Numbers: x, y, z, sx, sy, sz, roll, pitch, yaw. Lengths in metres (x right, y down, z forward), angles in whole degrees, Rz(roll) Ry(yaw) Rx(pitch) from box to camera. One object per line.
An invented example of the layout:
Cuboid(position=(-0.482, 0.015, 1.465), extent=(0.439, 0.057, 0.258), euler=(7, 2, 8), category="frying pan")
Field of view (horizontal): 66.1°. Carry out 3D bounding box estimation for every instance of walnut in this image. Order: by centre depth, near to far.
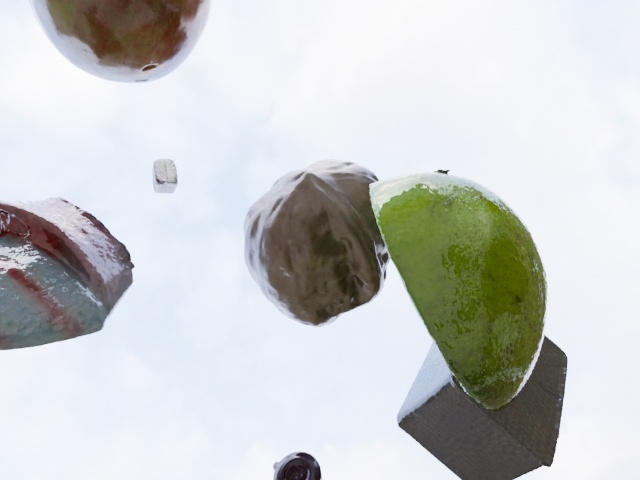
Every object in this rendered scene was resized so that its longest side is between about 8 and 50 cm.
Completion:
Cuboid(position=(0.003, -0.001, 0.803), extent=(0.273, 0.227, 0.273), euler=(-7, -58, -11), category="walnut")

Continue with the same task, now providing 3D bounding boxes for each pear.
Cuboid(position=(0.187, 0.062, 0.562), extent=(0.139, 0.239, 0.288), euler=(-25, -53, 27), category="pear")

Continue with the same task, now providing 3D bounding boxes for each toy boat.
Cuboid(position=(-0.320, 0.044, 0.436), extent=(0.206, 0.282, 0.096), euler=(36, -64, 14), category="toy boat")

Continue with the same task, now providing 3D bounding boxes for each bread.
Cuboid(position=(-0.292, -0.123, 0.920), extent=(0.043, 0.109, 0.062), euler=(-4, -90, -21), category="bread")

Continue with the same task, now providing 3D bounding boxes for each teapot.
Cuboid(position=(-0.026, 0.329, 0.670), extent=(0.068, 0.100, 0.045), euler=(-50, -35, -35), category="teapot")

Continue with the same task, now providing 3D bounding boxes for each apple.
Cuboid(position=(-0.213, -0.269, 0.529), extent=(0.188, 0.188, 0.174), euler=(26, -47, -19), category="apple")

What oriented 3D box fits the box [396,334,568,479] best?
Cuboid(position=(0.269, 0.234, 0.794), extent=(0.184, 0.273, 0.143), euler=(40, -53, 7), category="box")
